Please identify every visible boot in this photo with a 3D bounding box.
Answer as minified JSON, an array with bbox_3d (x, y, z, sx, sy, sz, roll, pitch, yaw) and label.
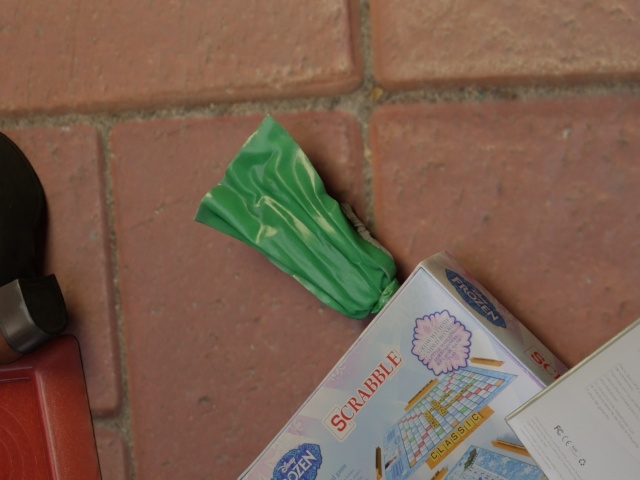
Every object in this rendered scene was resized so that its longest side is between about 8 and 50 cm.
[{"bbox_3d":[-0.419,0.038,2.000,0.280,0.096,0.264,-26,82,33],"label":"boot"}]

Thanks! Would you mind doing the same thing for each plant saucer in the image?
[{"bbox_3d":[-0.368,0.247,2.028,0.259,0.047,0.258,-7,93,33],"label":"plant saucer"}]

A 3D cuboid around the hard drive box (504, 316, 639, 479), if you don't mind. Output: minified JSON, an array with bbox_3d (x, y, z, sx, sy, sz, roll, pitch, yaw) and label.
[{"bbox_3d":[0.305,0.155,1.519,0.232,0.089,0.181,-37,79,8],"label":"hard drive box"}]

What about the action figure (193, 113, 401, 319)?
[{"bbox_3d":[0.000,0.000,1.753,0.232,0.063,0.137,42,115,12],"label":"action figure"}]

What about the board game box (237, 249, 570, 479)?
[{"bbox_3d":[0.126,0.230,1.688,0.318,0.066,0.319,45,117,11],"label":"board game box"}]
